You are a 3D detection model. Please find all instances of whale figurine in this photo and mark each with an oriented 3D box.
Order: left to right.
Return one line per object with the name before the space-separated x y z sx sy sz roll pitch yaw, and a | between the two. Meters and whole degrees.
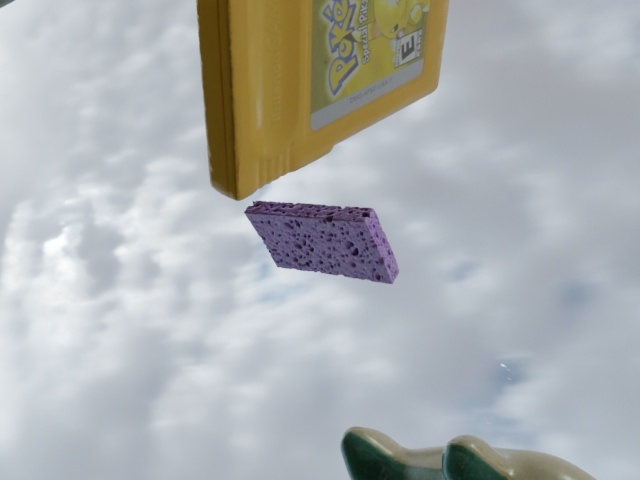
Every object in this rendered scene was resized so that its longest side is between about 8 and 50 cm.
whale figurine | 0.122 0.250 0.586 0.272 0.216 0.141 14 -132 35

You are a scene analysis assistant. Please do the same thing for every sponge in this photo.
sponge | 0.000 0.000 1.001 0.210 0.117 0.031 6 -133 36

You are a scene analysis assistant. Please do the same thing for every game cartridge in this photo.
game cartridge | 0.021 -0.220 0.650 0.053 0.285 0.324 26 -138 29

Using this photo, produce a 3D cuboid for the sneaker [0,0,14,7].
sneaker | -0.154 -0.237 0.400 0.302 0.108 0.121 -43 -148 4
